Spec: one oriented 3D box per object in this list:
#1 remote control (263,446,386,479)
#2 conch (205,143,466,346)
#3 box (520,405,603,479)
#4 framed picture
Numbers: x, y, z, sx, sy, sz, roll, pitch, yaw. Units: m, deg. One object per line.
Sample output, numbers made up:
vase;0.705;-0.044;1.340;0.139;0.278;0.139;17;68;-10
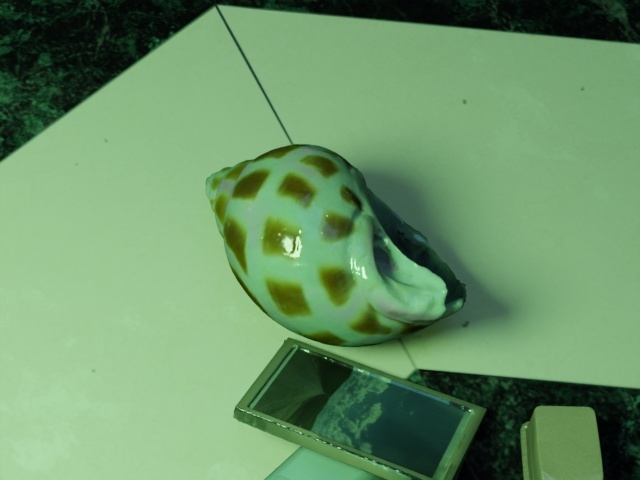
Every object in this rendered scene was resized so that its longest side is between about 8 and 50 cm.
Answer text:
remote control;-0.026;0.287;1.857;0.103;0.051;0.293;30;47;25
conch;0.001;0.000;2.016;0.249;0.197;0.368;9;39;-46
box;0.278;0.246;1.924;0.089;0.062;0.122;3;50;-3
framed picture;0.047;0.200;1.927;0.260;0.023;0.189;20;28;12
